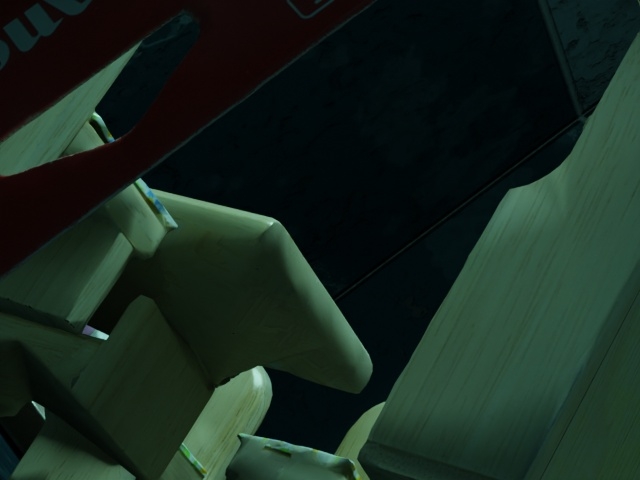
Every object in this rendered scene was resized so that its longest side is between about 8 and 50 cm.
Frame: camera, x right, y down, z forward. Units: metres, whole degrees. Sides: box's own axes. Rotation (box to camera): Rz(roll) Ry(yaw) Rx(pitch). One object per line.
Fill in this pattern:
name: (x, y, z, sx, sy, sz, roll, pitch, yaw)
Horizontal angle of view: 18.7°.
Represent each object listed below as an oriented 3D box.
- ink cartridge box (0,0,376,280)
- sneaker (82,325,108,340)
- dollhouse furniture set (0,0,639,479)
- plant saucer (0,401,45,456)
ink cartridge box: (-0.130, -0.116, 0.706, 0.261, 0.296, 0.066, 49, -6, 41)
sneaker: (-0.162, 0.117, 1.399, 0.236, 0.095, 0.104, 54, -12, -16)
dollhouse furniture set: (0.000, 0.000, 0.878, 0.394, 0.256, 0.362, 14, -30, 36)
plant saucer: (-0.182, 0.113, 1.238, 0.168, 0.029, 0.168, 52, -5, 7)
